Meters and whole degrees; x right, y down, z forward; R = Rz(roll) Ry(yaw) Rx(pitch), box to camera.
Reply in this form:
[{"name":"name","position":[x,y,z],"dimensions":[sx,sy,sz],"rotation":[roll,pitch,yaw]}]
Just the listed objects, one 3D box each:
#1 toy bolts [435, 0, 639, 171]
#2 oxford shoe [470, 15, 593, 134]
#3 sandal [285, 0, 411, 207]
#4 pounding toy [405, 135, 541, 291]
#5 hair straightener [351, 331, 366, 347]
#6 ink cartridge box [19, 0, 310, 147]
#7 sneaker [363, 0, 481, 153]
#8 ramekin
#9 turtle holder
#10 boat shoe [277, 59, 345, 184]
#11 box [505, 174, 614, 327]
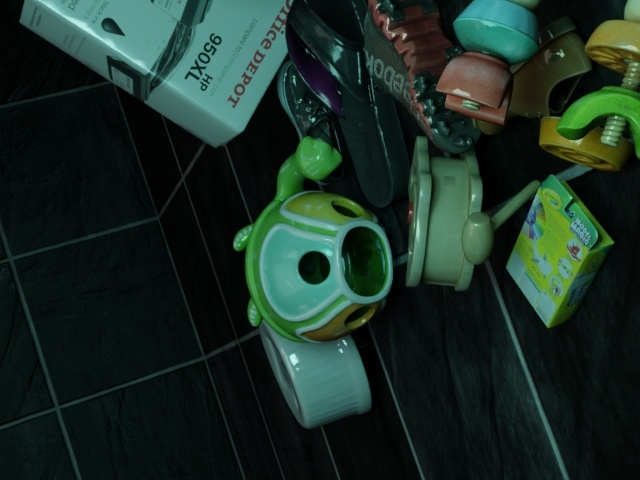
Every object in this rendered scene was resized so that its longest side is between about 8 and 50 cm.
[{"name":"toy bolts","position":[0.242,-0.179,0.949],"dimensions":[0.218,0.228,0.159],"rotation":[17,-88,-80]},{"name":"oxford shoe","position":[0.235,-0.163,1.092],"dimensions":[0.076,0.076,0.212],"rotation":[59,157,9]},{"name":"sandal","position":[0.026,-0.263,1.491],"dimensions":[0.167,0.107,0.446],"rotation":[-24,83,69]},{"name":"pounding toy","position":[0.189,-0.021,1.225],"dimensions":[0.270,0.154,0.154],"rotation":[-84,-2,-60]},{"name":"hair straightener","position":[0.040,0.098,1.849],"dimensions":[0.089,0.047,0.231],"rotation":[-178,67,-77]},{"name":"ink cartridge box","position":[-0.244,-0.382,1.589],"dimensions":[0.394,0.286,0.166],"rotation":[32,166,-16]},{"name":"sneaker","position":[0.131,-0.220,1.274],"dimensions":[0.135,0.097,0.276],"rotation":[115,136,-60]},{"name":"ramekin","position":[-0.018,0.235,1.901],"dimensions":[0.277,0.135,0.277],"rotation":[159,90,-78]},{"name":"turtle holder","position":[0.013,0.012,1.626],"dimensions":[0.227,0.243,0.320],"rotation":[-9,61,54]},{"name":"boat shoe","position":[-0.009,-0.206,1.677],"dimensions":[0.076,0.080,0.229],"rotation":[8,115,61]},{"name":"box","position":[0.283,0.011,1.144],"dimensions":[0.179,0.043,0.105],"rotation":[98,149,-53]}]
